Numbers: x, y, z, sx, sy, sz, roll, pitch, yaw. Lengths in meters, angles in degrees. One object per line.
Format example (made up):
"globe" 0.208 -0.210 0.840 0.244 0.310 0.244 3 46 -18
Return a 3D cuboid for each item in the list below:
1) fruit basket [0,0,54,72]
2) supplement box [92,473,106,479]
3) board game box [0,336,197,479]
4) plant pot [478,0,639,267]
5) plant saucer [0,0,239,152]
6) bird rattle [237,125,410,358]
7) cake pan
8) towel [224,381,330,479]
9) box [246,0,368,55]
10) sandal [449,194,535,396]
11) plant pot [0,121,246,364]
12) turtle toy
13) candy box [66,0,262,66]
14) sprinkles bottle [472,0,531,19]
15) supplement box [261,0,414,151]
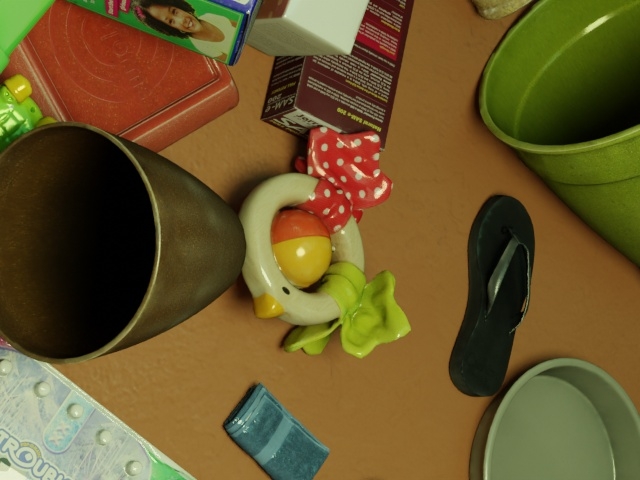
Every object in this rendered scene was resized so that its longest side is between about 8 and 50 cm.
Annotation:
"fruit basket" -0.379 -0.249 1.032 0.392 0.392 0.283 -11 50 -37
"supplement box" -0.203 0.279 1.368 0.098 0.036 0.062 39 61 -25
"board game box" -0.311 0.288 1.245 0.390 0.050 0.390 41 61 -14
"plant pot" 0.442 -0.124 1.742 0.353 0.366 0.366 51 57 -32
"plant saucer" -0.218 -0.206 1.428 0.259 0.048 0.258 -35 104 -35
"bird rattle" 0.000 0.000 1.484 0.207 0.143 0.253 2 83 -46
"cake pan" 0.293 0.292 1.721 0.293 0.054 0.293 7 79 -35
"towel" -0.046 0.215 1.498 0.119 0.029 0.067 48 59 -21
"box" -0.025 -0.273 1.488 0.091 0.170 0.130 25 82 -31
"sandal" 0.223 0.067 1.703 0.097 0.054 0.254 21 71 -32
"plant pot" -0.176 0.005 1.335 0.230 0.215 0.215 4 80 -62
"turtle toy" -0.297 -0.094 1.339 0.095 0.066 0.130 -37 109 -10
"candy box" -0.180 -0.352 1.350 0.317 0.122 0.268 20 65 -3
"sprinkles bottle" 0.140 -0.431 1.681 0.355 0.121 0.121 48 59 -21
"supplement box" 0.026 -0.226 1.594 0.130 0.073 0.239 24 68 -31
